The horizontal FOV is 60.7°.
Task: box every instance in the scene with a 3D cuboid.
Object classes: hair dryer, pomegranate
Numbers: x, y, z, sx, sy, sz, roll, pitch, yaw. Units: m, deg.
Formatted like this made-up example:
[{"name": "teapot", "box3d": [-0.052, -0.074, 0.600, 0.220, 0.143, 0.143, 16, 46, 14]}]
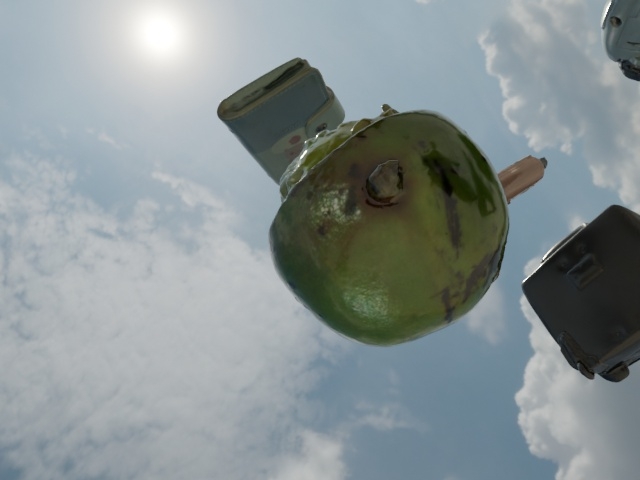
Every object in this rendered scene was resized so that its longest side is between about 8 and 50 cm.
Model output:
[{"name": "hair dryer", "box3d": [0.290, -0.064, 0.892, 0.344, 0.106, 0.190, -27, -79, -33]}, {"name": "pomegranate", "box3d": [0.085, -0.001, 0.630, 0.341, 0.260, 0.261, 46, -148, -57]}]

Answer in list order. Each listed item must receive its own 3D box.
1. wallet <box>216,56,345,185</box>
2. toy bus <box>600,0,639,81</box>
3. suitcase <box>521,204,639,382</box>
[{"name": "wallet", "box3d": [-0.062, -0.266, 1.305, 0.083, 0.252, 0.360, 63, -173, 25]}, {"name": "toy bus", "box3d": [0.600, -0.384, 0.844, 0.287, 0.194, 0.232, 14, -114, 17]}, {"name": "suitcase", "box3d": [0.695, 0.122, 1.317, 0.188, 0.345, 0.340, 14, -142, -37]}]
